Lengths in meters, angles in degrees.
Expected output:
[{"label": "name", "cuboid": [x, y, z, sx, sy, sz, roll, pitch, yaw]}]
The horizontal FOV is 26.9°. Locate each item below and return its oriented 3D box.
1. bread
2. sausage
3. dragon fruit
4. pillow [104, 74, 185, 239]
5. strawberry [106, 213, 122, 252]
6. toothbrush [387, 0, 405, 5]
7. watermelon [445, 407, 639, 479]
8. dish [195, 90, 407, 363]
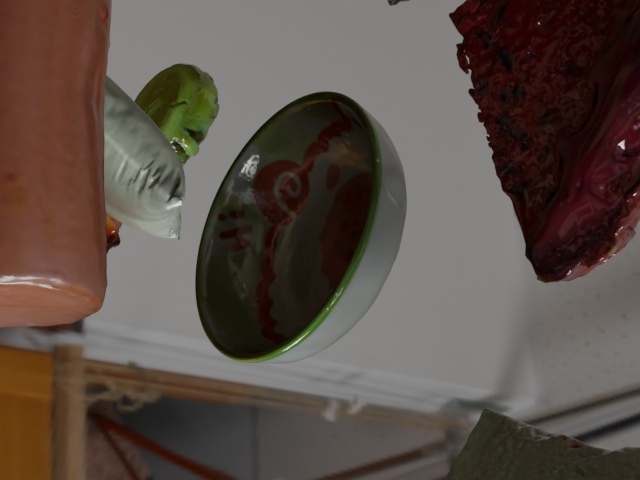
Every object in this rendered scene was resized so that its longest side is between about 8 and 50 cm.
[{"label": "bread", "cuboid": [-0.178, -0.145, 1.619, 0.130, 0.071, 0.139, -9, -119, 39]}, {"label": "sausage", "cuboid": [-0.167, -0.088, 0.707, 0.113, 0.113, 0.259, -22, -115, 51]}, {"label": "dragon fruit", "cuboid": [0.220, -0.103, 1.184, 0.240, 0.302, 0.330, 6, -115, 16]}, {"label": "pillow", "cuboid": [-0.201, -0.096, 1.090, 0.078, 0.254, 0.144, -47, 173, -17]}, {"label": "strawberry", "cuboid": [-0.282, -0.037, 1.471, 0.085, 0.192, 0.140, 12, -63, 16]}, {"label": "toothbrush", "cuboid": [0.063, -0.399, 1.423, 0.030, 0.030, 0.297, -30, 111, -87]}, {"label": "watermelon", "cuboid": [0.236, 0.262, 1.038, 0.387, 0.228, 0.258, 47, -34, 28]}, {"label": "dish", "cuboid": [0.000, 0.000, 1.538, 0.324, 0.124, 0.324, -30, -132, 41]}]
